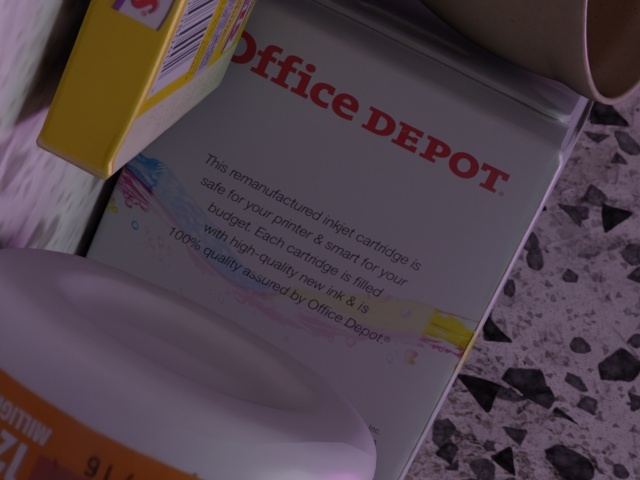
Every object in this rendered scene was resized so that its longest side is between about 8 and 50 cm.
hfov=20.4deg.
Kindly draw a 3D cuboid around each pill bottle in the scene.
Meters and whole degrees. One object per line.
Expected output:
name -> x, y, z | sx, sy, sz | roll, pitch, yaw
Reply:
pill bottle -> -0.083, 0.121, 0.472 | 0.216, 0.121, 0.121 | -63, 175, 7

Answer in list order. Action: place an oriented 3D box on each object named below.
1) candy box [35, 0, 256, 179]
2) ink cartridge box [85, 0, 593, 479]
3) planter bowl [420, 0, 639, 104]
candy box -> -0.012, -0.121, 0.452 | 0.105, 0.027, 0.206 | -61, 176, -69
ink cartridge box -> 0.000, 0.000, 0.620 | 0.176, 0.128, 0.127 | -64, 175, 22
planter bowl -> 0.066, -0.136, 0.570 | 0.162, 0.109, 0.162 | -51, 151, -42
